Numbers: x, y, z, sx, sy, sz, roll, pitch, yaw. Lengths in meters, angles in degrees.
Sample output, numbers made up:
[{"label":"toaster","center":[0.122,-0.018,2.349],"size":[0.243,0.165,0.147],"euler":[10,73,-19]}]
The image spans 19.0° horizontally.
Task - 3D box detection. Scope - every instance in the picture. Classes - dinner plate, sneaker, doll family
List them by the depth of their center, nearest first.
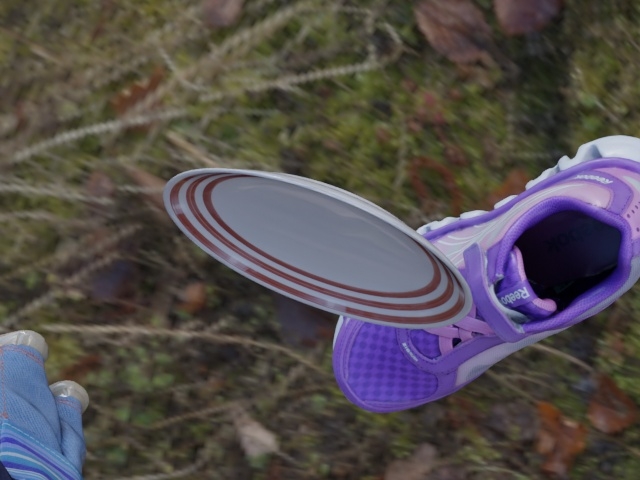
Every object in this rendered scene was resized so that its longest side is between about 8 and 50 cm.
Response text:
[{"label":"doll family","center":[-0.051,0.110,0.517],"size":[0.076,0.193,0.111],"euler":[-40,24,18]},{"label":"dinner plate","center":[0.000,0.000,0.820],"size":[0.141,0.141,0.017],"euler":[9,68,27]},{"label":"sneaker","center":[0.100,0.028,1.090],"size":[0.236,0.104,0.095],"euler":[-33,98,20]}]
